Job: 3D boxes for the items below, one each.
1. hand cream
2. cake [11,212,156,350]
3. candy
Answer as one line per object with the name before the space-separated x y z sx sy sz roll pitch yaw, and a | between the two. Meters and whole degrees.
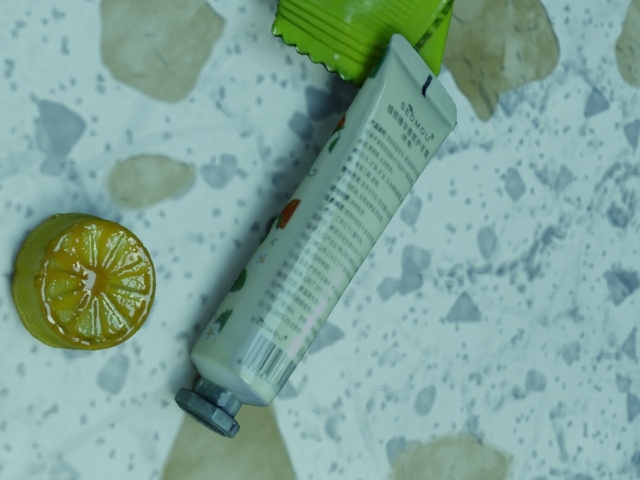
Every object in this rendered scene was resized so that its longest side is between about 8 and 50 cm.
hand cream | 0.000 0.000 1.023 0.276 0.059 0.095 -56 135 -14
cake | -0.139 0.025 0.945 0.084 0.044 0.084 -1 92 -35
candy | 0.060 -0.211 1.056 0.149 0.069 0.246 28 76 -31
